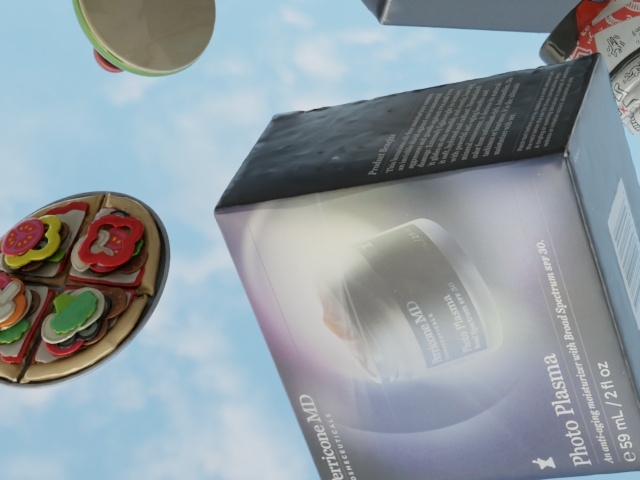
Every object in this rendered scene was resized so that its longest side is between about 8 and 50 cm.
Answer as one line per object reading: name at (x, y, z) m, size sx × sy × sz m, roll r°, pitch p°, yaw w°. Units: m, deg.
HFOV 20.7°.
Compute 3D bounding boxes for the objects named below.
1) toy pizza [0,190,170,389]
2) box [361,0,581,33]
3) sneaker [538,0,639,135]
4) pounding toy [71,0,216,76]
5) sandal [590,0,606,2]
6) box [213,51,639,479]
toy pizza at (-0.221, 0.034, 1.481) m, size 0.201 × 0.032 × 0.201 m, roll -13°, pitch -130°, yaw 17°
box at (0.149, -0.426, 2.063) m, size 0.293 × 0.212 × 0.395 m, roll 0°, pitch -146°, yaw -26°
sneaker at (0.341, -0.223, 1.633) m, size 0.145 × 0.270 × 0.090 m, roll 45°, pitch -157°, yaw 10°
pounding toy at (-0.244, -0.278, 2.000) m, size 0.237 × 0.110 × 0.183 m, roll 36°, pitch -122°, yaw -23°
sandal at (0.239, -0.253, 1.517) m, size 0.040 × 0.179 × 0.067 m, roll 17°, pitch -96°, yaw 31°
box at (0.112, 0.038, 1.424) m, size 0.294 × 0.296 × 0.183 m, roll -9°, pitch -153°, yaw 24°
